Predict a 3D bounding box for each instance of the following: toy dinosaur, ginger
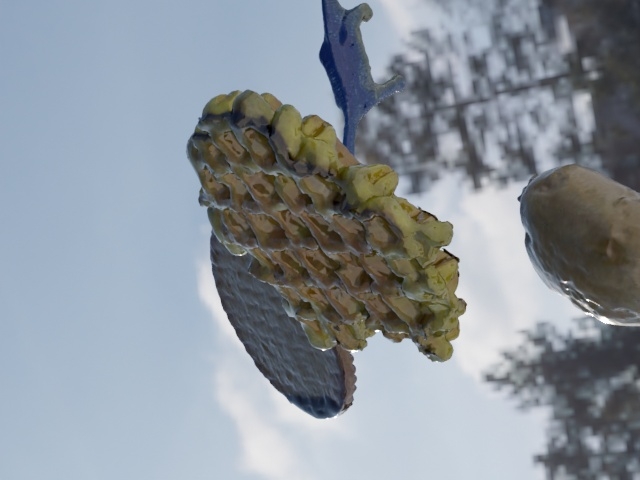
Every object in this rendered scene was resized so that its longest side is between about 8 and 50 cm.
[{"bbox_3d":[0.024,-0.212,2.034,0.188,0.075,0.247,-52,-54,-55],"label":"toy dinosaur"},{"bbox_3d":[0.294,0.005,1.631,0.152,0.267,0.138,-55,-41,-29],"label":"ginger"}]

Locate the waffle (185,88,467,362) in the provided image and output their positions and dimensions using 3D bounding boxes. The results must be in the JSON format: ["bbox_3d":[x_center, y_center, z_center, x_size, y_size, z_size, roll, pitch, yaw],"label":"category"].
[{"bbox_3d":[0.003,-0.003,1.357,0.281,0.301,0.058,45,-113,0],"label":"waffle"}]

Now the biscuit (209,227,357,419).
[{"bbox_3d":[-0.051,0.098,2.229,0.040,0.318,0.317,-29,-65,-25],"label":"biscuit"}]
